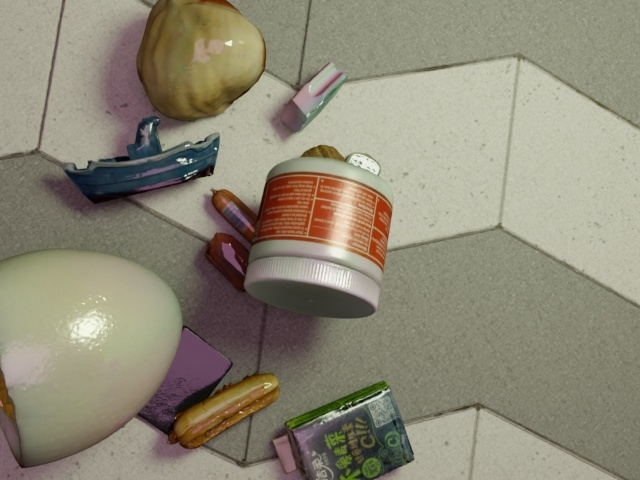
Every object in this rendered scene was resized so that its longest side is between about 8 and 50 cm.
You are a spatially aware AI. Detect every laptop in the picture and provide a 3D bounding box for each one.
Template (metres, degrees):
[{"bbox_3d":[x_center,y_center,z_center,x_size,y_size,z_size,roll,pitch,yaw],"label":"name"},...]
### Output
[{"bbox_3d":[-0.287,0.289,1.328,0.135,0.016,0.197,40,82,-8],"label":"laptop"}]

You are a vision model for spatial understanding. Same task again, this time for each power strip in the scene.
[{"bbox_3d":[0.058,-0.087,1.400,0.080,0.029,0.227,26,83,-8],"label":"power strip"}]

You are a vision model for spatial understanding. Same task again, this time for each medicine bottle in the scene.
[{"bbox_3d":[0.000,0.000,1.227,0.252,0.252,0.241,15,70,-9],"label":"medicine bottle"}]

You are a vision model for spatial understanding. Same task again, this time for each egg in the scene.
[{"bbox_3d":[-0.409,0.177,1.158,0.339,0.354,0.355,-16,90,-33],"label":"egg"}]

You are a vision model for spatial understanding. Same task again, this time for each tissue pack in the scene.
[{"bbox_3d":[0.062,0.414,1.344,0.235,0.073,0.174,-20,90,-17],"label":"tissue pack"}]

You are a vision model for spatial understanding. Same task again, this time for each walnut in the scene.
[{"bbox_3d":[0.006,-0.143,1.351,0.105,0.105,0.124,-7,46,-11],"label":"walnut"}]

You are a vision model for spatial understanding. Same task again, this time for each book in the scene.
[{"bbox_3d":[-0.038,0.430,1.365,0.110,0.014,0.077,-21,90,-12],"label":"book"}]

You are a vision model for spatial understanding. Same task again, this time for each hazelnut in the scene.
[{"bbox_3d":[-0.234,-0.350,1.276,0.261,0.241,0.261,-4,57,6],"label":"hazelnut"}]

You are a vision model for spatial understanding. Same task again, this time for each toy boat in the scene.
[{"bbox_3d":[-0.347,-0.166,1.280,0.309,0.129,0.143,-14,101,-10],"label":"toy boat"}]

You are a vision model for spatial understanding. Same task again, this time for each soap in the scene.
[{"bbox_3d":[-0.017,-0.294,1.360,0.056,0.100,0.149,40,56,0],"label":"soap"}]

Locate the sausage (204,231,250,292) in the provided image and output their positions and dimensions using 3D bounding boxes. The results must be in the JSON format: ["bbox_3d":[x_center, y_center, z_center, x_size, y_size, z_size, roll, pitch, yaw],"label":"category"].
[{"bbox_3d":[-0.174,0.046,1.331,0.141,0.076,0.076,45,81,-4],"label":"sausage"}]

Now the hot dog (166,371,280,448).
[{"bbox_3d":[-0.197,0.334,1.303,0.249,0.102,0.076,-29,60,-14],"label":"hot dog"}]

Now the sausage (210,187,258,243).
[{"bbox_3d":[-0.100,0.014,1.355,0.348,0.053,0.053,43,81,-5],"label":"sausage"}]
